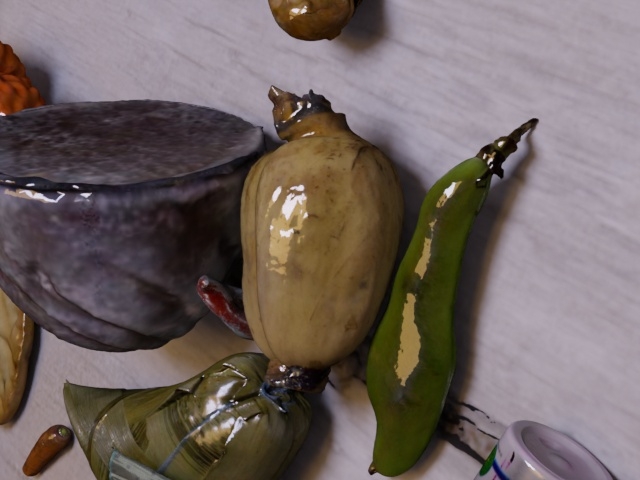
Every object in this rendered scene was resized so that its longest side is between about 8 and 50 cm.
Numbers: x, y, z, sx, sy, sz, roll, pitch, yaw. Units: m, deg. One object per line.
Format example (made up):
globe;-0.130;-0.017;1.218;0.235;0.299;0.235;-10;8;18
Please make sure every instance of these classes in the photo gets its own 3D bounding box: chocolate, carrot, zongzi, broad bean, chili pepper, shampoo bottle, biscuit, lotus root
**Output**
chocolate;-0.199;-0.005;1.057;0.303;0.303;0.212;22;119;44
carrot;-0.325;0.248;1.296;0.093;0.032;0.032;-47;54;34
zongzi;-0.143;0.158;1.061;0.274;0.125;0.250;51;118;33
broad bean;0.090;0.048;0.894;0.075;0.067;0.325;18;103;8
chili pepper;-0.067;0.067;0.988;0.050;0.153;0.041;12;80;39
shampoo bottle;0.104;0.280;0.830;0.092;0.092;0.303;45;114;39
biscuit;-0.420;0.109;1.406;0.203;0.041;0.259;-27;66;35
lotus root;0.000;0.000;0.945;0.154;0.140;0.256;-176;91;-77

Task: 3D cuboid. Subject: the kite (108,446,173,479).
kite;-0.125;0.327;0.994;0.315;0.011;0.335;-8;110;13

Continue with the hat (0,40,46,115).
hat;-0.406;-0.084;1.301;0.400;0.285;0.285;32;107;26

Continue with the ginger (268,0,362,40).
ginger;0.014;-0.329;1.007;0.133;0.107;0.309;10;87;59
